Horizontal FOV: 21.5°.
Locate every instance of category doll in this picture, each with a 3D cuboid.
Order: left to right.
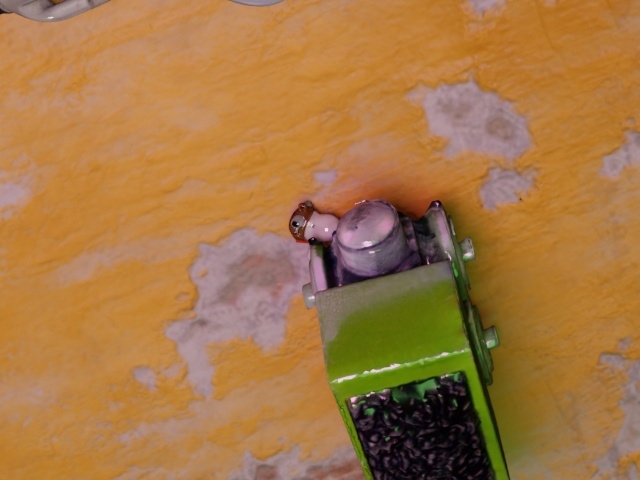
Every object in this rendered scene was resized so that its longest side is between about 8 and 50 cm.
[{"bbox_3d":[-0.006,0.001,1.697,0.058,0.040,0.085,21,137,11],"label":"doll"}]

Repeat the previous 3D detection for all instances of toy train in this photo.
[{"bbox_3d":[0.091,0.122,1.629,0.173,0.249,0.307,-15,134,5],"label":"toy train"}]

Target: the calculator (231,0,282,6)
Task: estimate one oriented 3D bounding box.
[{"bbox_3d":[-0.081,-0.318,1.536,0.299,0.041,0.185,24,112,-12],"label":"calculator"}]

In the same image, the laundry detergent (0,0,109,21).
[{"bbox_3d":[-0.230,-0.252,1.525,0.226,0.070,0.099,-19,129,26],"label":"laundry detergent"}]
